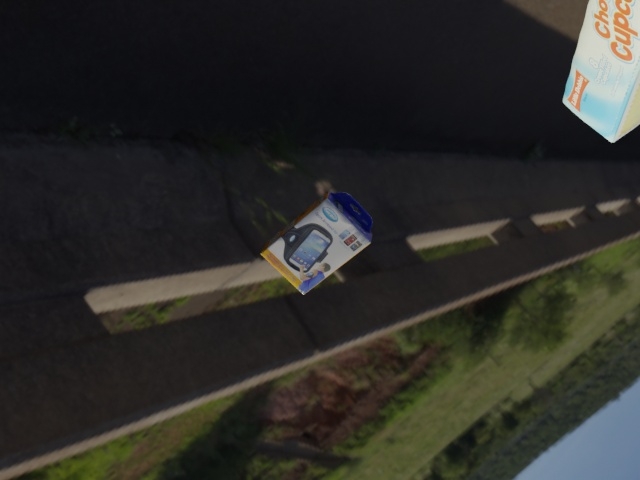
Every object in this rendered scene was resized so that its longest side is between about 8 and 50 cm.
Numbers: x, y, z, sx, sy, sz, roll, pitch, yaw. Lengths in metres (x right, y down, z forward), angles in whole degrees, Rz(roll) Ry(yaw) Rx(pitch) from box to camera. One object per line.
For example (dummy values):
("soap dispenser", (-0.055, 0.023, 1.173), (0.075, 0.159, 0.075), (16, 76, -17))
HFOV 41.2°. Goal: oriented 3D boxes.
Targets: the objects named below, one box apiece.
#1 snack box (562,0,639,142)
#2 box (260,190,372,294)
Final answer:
("snack box", (0.323, -0.222, 0.607), (0.322, 0.060, 0.187), (-35, 154, -13))
("box", (0.000, 0.000, 1.070), (0.136, 0.081, 0.028), (-39, -164, 26))
